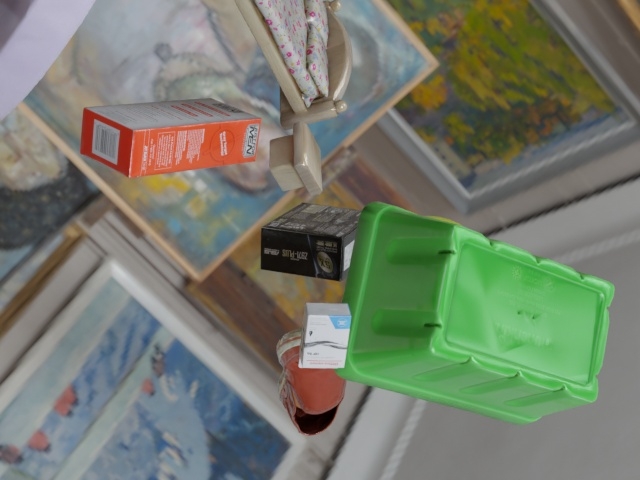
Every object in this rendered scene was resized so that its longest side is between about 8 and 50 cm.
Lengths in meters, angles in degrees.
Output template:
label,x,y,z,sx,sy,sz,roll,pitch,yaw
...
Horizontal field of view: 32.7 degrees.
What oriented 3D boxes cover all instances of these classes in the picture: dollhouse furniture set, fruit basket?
label,x,y,z,sx,sy,sz,roll,pitch,yaw
dollhouse furniture set,-0.002,-0.274,0.881,0.173,0.303,0.356,-12,-124,14
fruit basket,0.176,0.091,1.543,0.392,0.392,0.283,-9,-114,61

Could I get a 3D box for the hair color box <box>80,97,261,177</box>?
label,x,y,z,sx,sy,sz,roll,pitch,yaw
hair color box,-0.125,-0.089,0.928,0.072,0.043,0.141,26,-154,38

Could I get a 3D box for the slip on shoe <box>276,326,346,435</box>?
label,x,y,z,sx,sy,sz,roll,pitch,yaw
slip on shoe,-0.003,0.206,1.651,0.123,0.101,0.331,-15,154,-15

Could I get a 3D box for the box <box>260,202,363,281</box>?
label,x,y,z,sx,sy,sz,roll,pitch,yaw
box,0.000,0.000,1.851,0.147,0.078,0.180,8,-162,19

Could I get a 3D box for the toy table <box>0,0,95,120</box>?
label,x,y,z,sx,sy,sz,roll,pitch,yaw
toy table,-0.197,-0.203,0.583,0.274,0.160,0.252,-57,-147,18

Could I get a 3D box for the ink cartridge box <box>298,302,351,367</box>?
label,x,y,z,sx,sy,sz,roll,pitch,yaw
ink cartridge box,0.004,0.110,1.184,0.028,0.048,0.083,-106,-160,-62
